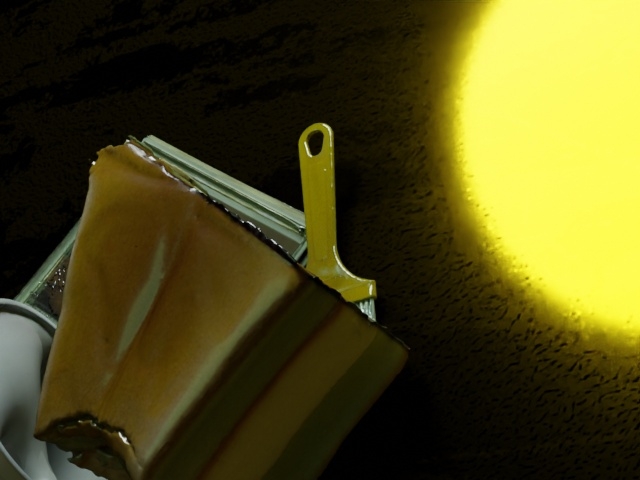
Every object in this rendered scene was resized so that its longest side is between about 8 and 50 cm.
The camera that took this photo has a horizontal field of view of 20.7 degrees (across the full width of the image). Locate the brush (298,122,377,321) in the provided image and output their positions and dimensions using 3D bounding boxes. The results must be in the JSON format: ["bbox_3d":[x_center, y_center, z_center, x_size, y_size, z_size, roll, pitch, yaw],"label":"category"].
[{"bbox_3d":[0.000,0.000,1.270,0.083,0.011,0.205,-19,55,24],"label":"brush"}]

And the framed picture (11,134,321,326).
[{"bbox_3d":[-0.127,0.025,1.362,0.252,0.014,0.197,28,76,46],"label":"framed picture"}]

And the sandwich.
[{"bbox_3d":[-0.098,0.073,1.184,0.198,0.155,0.227,-53,47,-1],"label":"sandwich"}]

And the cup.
[{"bbox_3d":[-0.281,0.153,1.234,0.202,0.221,0.167,-30,62,19],"label":"cup"}]
